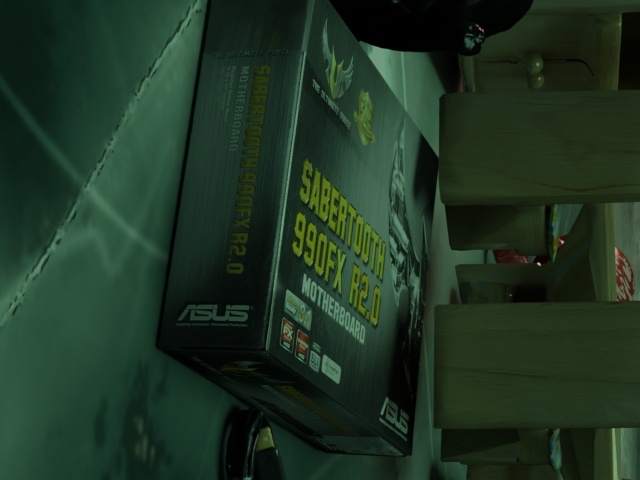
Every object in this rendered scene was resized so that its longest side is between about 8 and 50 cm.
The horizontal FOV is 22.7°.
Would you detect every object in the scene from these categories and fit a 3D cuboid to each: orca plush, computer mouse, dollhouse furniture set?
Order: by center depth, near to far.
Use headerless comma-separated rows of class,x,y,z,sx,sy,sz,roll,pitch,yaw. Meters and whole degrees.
orca plush,0.057,-0.147,0.819,0.151,0.102,0.287,-44,155,4
computer mouse,-0.006,0.190,0.834,0.071,0.041,0.242,-61,145,-51
dollhouse furniture set,0.217,-0.002,1.046,0.362,0.256,0.394,70,21,-64

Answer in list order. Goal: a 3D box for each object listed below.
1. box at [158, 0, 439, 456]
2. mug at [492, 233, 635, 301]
box,0.000,0.000,0.827,0.231,0.056,0.183,46,48,-62
mug,0.206,0.047,1.312,0.169,0.113,0.150,-51,139,-64
